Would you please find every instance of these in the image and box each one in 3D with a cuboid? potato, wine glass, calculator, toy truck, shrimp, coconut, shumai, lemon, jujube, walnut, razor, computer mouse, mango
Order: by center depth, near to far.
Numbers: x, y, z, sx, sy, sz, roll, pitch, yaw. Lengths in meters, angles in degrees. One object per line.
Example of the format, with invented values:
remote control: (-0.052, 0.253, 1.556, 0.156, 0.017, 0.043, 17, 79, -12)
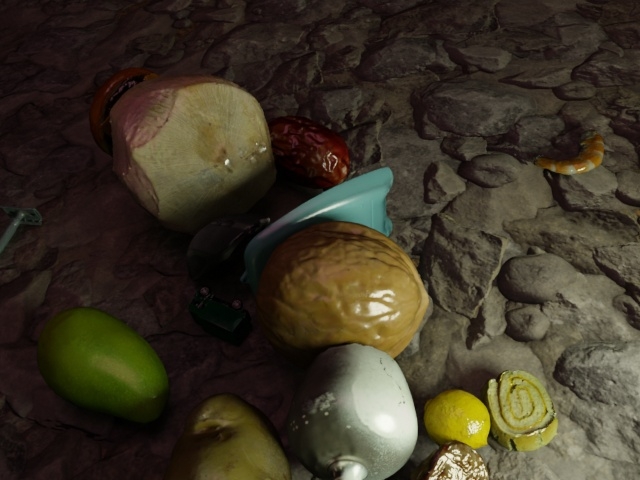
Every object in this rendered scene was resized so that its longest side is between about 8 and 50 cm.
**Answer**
wine glass: (0.053, 0.347, 1.231, 0.237, 0.238, 0.323, -1, 42, 11)
potato: (-0.155, 0.403, 1.236, 0.218, 0.203, 0.351, 3, 36, -1)
shumai: (0.216, 0.404, 1.240, 0.123, 0.139, 0.105, 18, 11, -9)
lemon: (0.239, 0.318, 1.303, 0.133, 0.109, 0.109, 27, 56, 34)
walnut: (0.043, 0.112, 1.429, 0.332, 0.333, 0.333, -6, 43, 6)
mango: (-0.435, 0.256, 1.481, 0.343, 0.156, 0.192, 27, 56, 32)
calculator: (0.000, 0.000, 1.582, 0.386, 0.256, 0.054, -27, 55, -15)
toy truck: (-0.218, 0.162, 1.599, 0.147, 0.065, 0.079, 21, 56, 28)
computer mouse: (-0.205, -0.011, 1.616, 0.167, 0.090, 0.379, -42, 8, -33)
coconut: (-0.290, -0.206, 1.753, 0.404, 0.405, 0.405, -6, 43, 6)
shrimp: (0.616, -0.217, 1.830, 0.166, 0.049, 0.161, 0, 46, 24)
jujube: (-0.038, -0.226, 1.888, 0.250, 0.174, 0.174, 26, 55, 27)
razor: (-0.826, 0.010, 1.905, 0.106, 0.068, 0.232, 5, 52, 19)

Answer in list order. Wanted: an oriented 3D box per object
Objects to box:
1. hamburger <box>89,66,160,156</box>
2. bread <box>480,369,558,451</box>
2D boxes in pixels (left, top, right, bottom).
hamburger: (-0.473, -0.317, 2.014, 0.225, 0.291, 0.291, 28, 56, 34)
bread: (0.355, 0.303, 1.326, 0.117, 0.064, 0.156, -7, 42, -1)
